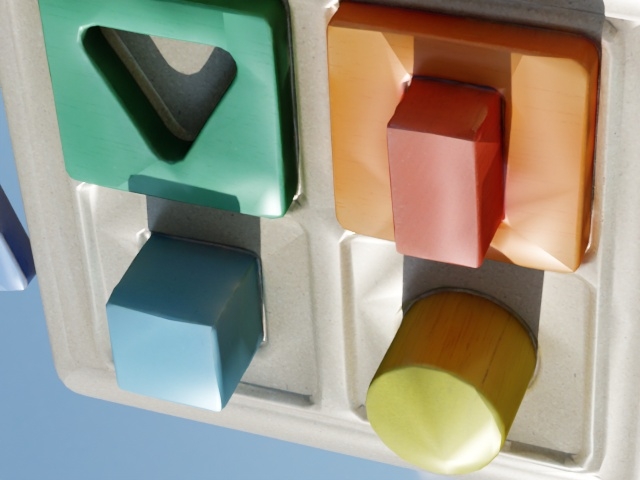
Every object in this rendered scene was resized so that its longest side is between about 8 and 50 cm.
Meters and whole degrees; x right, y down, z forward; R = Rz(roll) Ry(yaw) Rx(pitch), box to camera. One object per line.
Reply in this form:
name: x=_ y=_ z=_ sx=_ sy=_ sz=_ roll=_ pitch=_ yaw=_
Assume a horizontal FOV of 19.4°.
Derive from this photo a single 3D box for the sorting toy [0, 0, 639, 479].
sorting toy: x=0.000 y=0.000 z=0.468 sx=0.047 sy=0.347 sz=0.196 roll=-63 pitch=-24 yaw=-43
